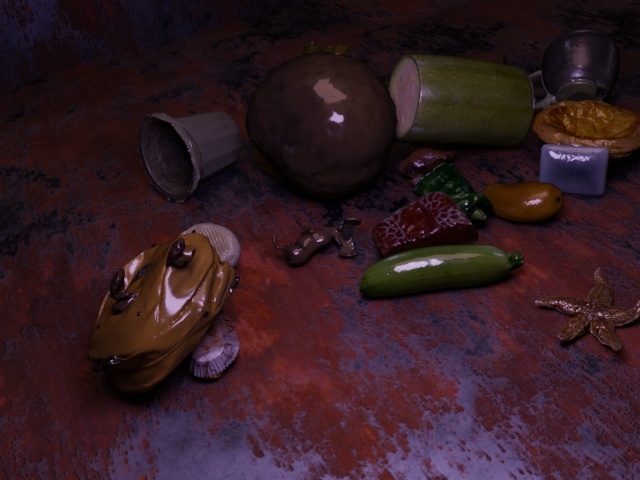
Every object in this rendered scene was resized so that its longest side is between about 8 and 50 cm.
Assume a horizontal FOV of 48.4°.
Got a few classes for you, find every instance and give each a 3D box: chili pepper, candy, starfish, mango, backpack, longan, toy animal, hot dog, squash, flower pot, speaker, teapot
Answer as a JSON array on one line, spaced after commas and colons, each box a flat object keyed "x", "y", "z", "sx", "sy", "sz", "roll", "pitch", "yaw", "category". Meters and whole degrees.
[{"x": 0.372, "y": -0.113, "z": 1.933, "sx": 0.136, "sy": 0.099, "sz": 0.270, "roll": -18, "pitch": 36, "yaw": -14, "category": "chili pepper"}, {"x": 0.688, "y": -0.192, "z": 1.939, "sx": 0.174, "sy": 0.138, "sz": 0.071, "roll": 6, "pitch": 24, "yaw": 21, "category": "candy"}, {"x": 0.592, "y": 0.154, "z": 1.554, "sx": 0.236, "sy": 0.062, "sz": 0.277, "roll": -1, "pitch": 39, "yaw": 13, "category": "starfish"}, {"x": 0.532, "y": -0.106, "z": 1.893, "sx": 0.228, "sy": 0.099, "sz": 0.136, "roll": 12, "pitch": 45, "yaw": 39, "category": "mango"}, {"x": -0.364, "y": 0.151, "z": 1.589, "sx": 0.354, "sy": 0.201, "sz": 0.378, "roll": -24, "pitch": 36, "yaw": 36, "category": "backpack"}, {"x": 0.016, "y": -0.339, "z": 2.062, "sx": 0.404, "sy": 0.404, "sz": 0.436, "roll": -31, "pitch": 56, "yaw": -27, "category": "longan"}, {"x": 0.000, "y": 0.000, "z": 1.887, "sx": 0.214, "sy": 0.093, "sz": 0.186, "roll": -40, "pitch": 41, "yaw": -25, "category": "toy animal"}, {"x": -0.261, "y": 0.222, "z": 1.656, "sx": 0.131, "sy": 0.069, "sz": 0.252, "roll": -26, "pitch": 35, "yaw": -6, "category": "hot dog"}, {"x": 0.412, "y": -0.408, "z": 2.107, "sx": 0.385, "sy": 0.263, "sz": 0.263, "roll": 1, "pitch": 33, "yaw": -17, "category": "squash"}, {"x": -0.395, "y": -0.285, "z": 2.235, "sx": 0.290, "sy": 0.290, "sz": 0.259, "roll": 21, "pitch": 32, "yaw": 35, "category": "flower pot"}, {"x": 0.537, "y": -0.522, "z": 2.403, "sx": 0.193, "sy": 0.153, "sz": 0.230, "roll": -1, "pitch": 37, "yaw": 11, "category": "speaker"}, {"x": 0.326, "y": -0.225, "z": 2.114, "sx": 0.188, "sy": 0.089, "sz": 0.179, "roll": -10, "pitch": 41, "yaw": 0, "category": "toy animal"}, {"x": 0.284, "y": 0.066, "z": 1.706, "sx": 0.395, "sy": 0.107, "sz": 0.107, "roll": -8, "pitch": 36, "yaw": 4, "category": "squash"}, {"x": 0.788, "y": -0.520, "z": 2.285, "sx": 0.322, "sy": 0.239, "sz": 0.239, "roll": 8, "pitch": 52, "yaw": 14, "category": "teapot"}]

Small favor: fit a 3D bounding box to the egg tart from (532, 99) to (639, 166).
[{"x": 0.787, "y": -0.303, "z": 2.073, "sx": 0.341, "sy": 0.129, "sz": 0.341, "roll": -6, "pitch": 35, "yaw": 4, "category": "egg tart"}]

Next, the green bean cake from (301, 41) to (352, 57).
[{"x": 0.067, "y": -0.480, "z": 2.323, "sx": 0.285, "sy": 0.309, "sz": 0.202, "roll": 1, "pitch": 35, "yaw": 18, "category": "green bean cake"}]

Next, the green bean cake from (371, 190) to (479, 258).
[{"x": 0.253, "y": -0.018, "z": 1.786, "sx": 0.233, "sy": 0.097, "sz": 0.198, "roll": -29, "pitch": 35, "yaw": 5, "category": "green bean cake"}]

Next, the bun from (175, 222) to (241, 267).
[{"x": -0.301, "y": 0.042, "z": 1.875, "sx": 0.184, "sy": 0.102, "sz": 0.183, "roll": -1, "pitch": 46, "yaw": 1, "category": "bun"}]

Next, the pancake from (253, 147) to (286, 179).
[{"x": -0.124, "y": -0.305, "z": 2.346, "sx": 0.198, "sy": 0.054, "sz": 0.376, "roll": -12, "pitch": 37, "yaw": -5, "category": "pancake"}]
